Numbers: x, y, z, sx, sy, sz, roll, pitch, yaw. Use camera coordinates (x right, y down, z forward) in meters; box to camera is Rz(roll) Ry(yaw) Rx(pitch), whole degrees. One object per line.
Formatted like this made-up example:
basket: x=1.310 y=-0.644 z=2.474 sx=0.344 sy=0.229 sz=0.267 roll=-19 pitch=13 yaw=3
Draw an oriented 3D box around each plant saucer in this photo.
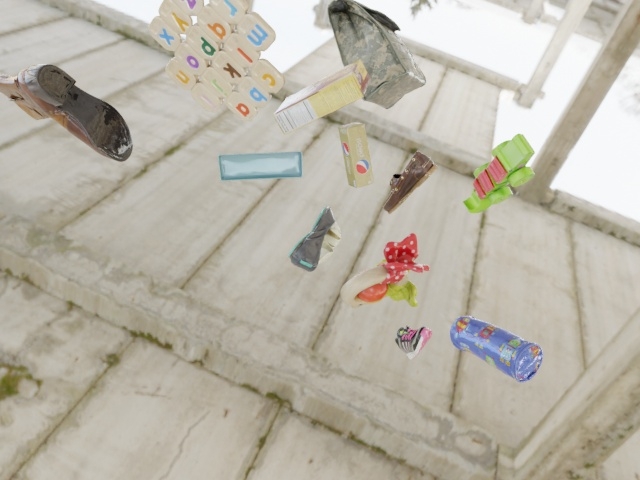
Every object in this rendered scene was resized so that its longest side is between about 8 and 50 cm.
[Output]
plant saucer: x=-0.137 y=-0.174 z=1.261 sx=0.191 sy=0.067 sz=0.018 roll=-4 pitch=-147 yaw=-5

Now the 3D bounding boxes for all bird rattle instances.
bird rattle: x=0.147 y=0.099 z=1.255 sx=0.206 sy=0.253 sz=0.143 roll=-24 pitch=-104 yaw=1

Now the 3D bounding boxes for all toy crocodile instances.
toy crocodile: x=0.485 y=-0.177 z=1.503 sx=0.105 sy=0.340 sz=0.115 roll=-22 pitch=-105 yaw=-12

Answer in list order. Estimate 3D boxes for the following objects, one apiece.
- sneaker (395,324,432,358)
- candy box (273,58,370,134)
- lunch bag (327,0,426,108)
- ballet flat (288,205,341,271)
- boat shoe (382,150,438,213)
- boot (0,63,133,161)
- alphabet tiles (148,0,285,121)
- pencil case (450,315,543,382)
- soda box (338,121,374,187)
sneaker: x=0.226 y=0.245 z=1.371 sx=0.074 sy=0.170 sz=0.063 roll=38 pitch=-111 yaw=13
candy box: x=0.004 y=-0.291 z=1.114 sx=0.186 sy=0.053 sz=0.109 roll=-19 pitch=-153 yaw=25
lunch bag: x=0.146 y=-0.530 z=1.511 sx=0.287 sy=0.168 sz=0.235 roll=61 pitch=-157 yaw=5
ballet flat: x=0.000 y=0.000 z=1.093 sx=0.074 sy=0.074 sz=0.203 roll=24 pitch=-147 yaw=7
boat shoe: x=0.221 y=-0.152 z=1.437 sx=0.073 sy=0.207 sz=0.073 roll=39 pitch=-138 yaw=-1
boot: x=-0.581 y=-0.271 z=1.212 sx=0.280 sy=0.096 sz=0.264 roll=8 pitch=159 yaw=40
alphabet tiles: x=-0.210 y=-0.378 z=1.108 sx=0.278 sy=0.284 sz=0.021 roll=42 pitch=-130 yaw=-15
pencil case: x=0.531 y=0.328 z=1.675 sx=0.119 sy=0.133 sz=0.306 roll=-33 pitch=-158 yaw=-17
soda box: x=0.105 y=-0.250 z=1.604 sx=0.061 sy=0.181 sz=0.058 roll=-19 pitch=-157 yaw=-18
